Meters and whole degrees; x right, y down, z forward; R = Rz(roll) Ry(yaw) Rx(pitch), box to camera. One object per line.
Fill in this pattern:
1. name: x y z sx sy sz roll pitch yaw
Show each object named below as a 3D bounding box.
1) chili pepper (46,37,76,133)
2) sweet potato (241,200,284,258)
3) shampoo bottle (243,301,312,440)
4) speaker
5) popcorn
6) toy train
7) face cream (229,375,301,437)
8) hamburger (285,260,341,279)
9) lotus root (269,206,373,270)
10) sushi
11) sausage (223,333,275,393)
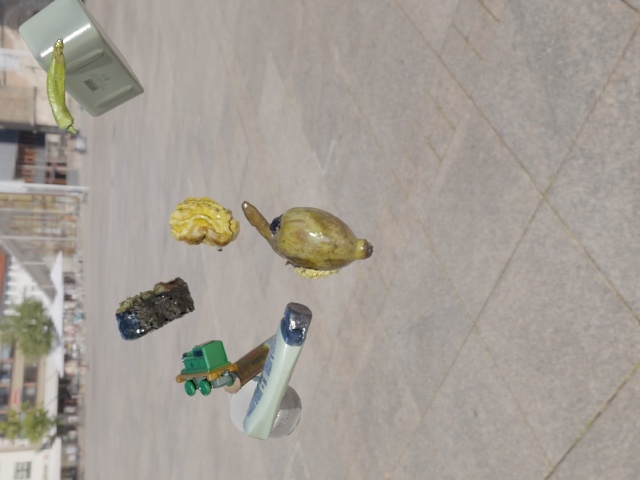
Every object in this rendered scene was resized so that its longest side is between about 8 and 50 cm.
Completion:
1. chili pepper: -0.554 -0.324 1.455 0.049 0.043 0.208 33 132 41
2. sweet potato: -0.103 -0.011 1.705 0.074 0.269 0.075 -36 30 25
3. shampoo bottle: -0.110 0.343 1.799 0.134 0.078 0.359 -118 47 -75
4. speaker: -0.684 -0.524 2.007 0.183 0.184 0.406 57 178 14
5. popcorn: -0.324 -0.050 1.962 0.163 0.194 0.140 -42 -40 -73
6. toy train: -0.306 0.335 1.824 0.227 0.091 0.136 -14 90 49
7. face cream: -0.170 0.523 2.160 0.177 0.153 0.177 -17 61 33
8. hamburger: -0.005 0.080 2.742 0.243 0.261 0.139 -10 100 34
9. lotus root: 0.000 0.000 1.398 0.138 0.214 0.138 13 -90 -71
10. sushi: -0.444 0.179 1.824 0.147 0.212 0.115 -25 92 53
11. sausage: -0.165 0.342 2.081 0.082 0.371 0.082 10 111 27
